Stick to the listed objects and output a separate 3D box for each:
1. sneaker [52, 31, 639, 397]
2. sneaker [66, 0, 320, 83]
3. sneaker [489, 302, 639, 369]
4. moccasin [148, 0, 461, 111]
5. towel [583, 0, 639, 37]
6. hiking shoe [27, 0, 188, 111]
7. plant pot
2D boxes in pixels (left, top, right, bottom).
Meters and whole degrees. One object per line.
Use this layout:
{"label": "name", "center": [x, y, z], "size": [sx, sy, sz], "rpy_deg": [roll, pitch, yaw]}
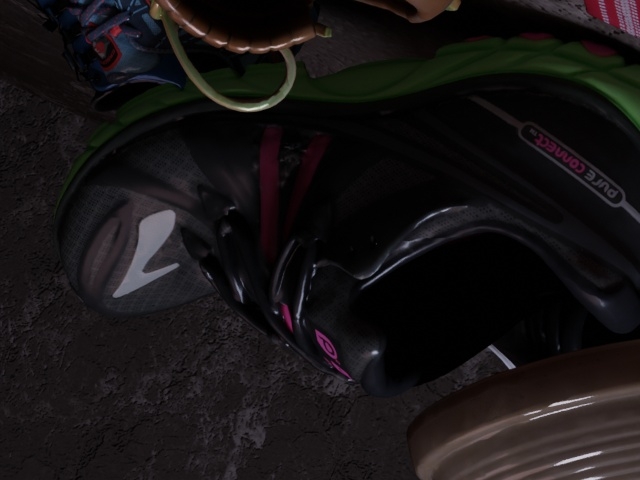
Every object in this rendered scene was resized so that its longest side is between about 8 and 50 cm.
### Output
{"label": "sneaker", "center": [0.000, 0.000, 0.954], "size": [0.483, 0.202, 0.185], "rpy_deg": [-9, 151, 36]}
{"label": "sneaker", "center": [-0.128, -0.171, 0.995], "size": [0.262, 0.125, 0.104], "rpy_deg": [27, 175, -21]}
{"label": "sneaker", "center": [0.218, 0.088, 1.095], "size": [0.296, 0.104, 0.147], "rpy_deg": [34, 175, -42]}
{"label": "moccasin", "center": [-0.036, -0.144, 0.656], "size": [0.139, 0.147, 0.380], "rpy_deg": [28, 175, -34]}
{"label": "towel", "center": [0.236, -0.085, 0.632], "size": [0.275, 0.031, 0.199], "rpy_deg": [26, 178, 18]}
{"label": "hiking shoe", "center": [-0.175, -0.175, 1.165], "size": [0.304, 0.132, 0.113], "rpy_deg": [24, 176, 16]}
{"label": "plant pot", "center": [0.183, 0.152, 0.952], "size": [0.237, 0.109, 0.237], "rpy_deg": [-10, 157, -4]}
